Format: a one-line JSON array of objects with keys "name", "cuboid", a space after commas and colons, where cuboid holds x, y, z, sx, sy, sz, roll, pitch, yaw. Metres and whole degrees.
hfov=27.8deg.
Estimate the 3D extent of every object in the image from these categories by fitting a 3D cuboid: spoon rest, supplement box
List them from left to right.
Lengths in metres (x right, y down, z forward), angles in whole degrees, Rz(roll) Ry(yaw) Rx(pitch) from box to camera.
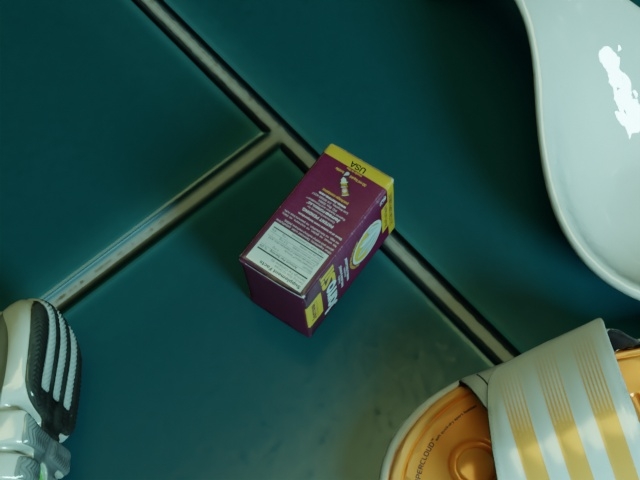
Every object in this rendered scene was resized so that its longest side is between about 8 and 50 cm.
[{"name": "supplement box", "cuboid": [0.000, 0.000, 0.684, 0.043, 0.055, 0.083, 32, 70, 17]}, {"name": "spoon rest", "cuboid": [0.150, -0.080, 0.700, 0.137, 0.084, 0.276, -31, 65, -11]}]

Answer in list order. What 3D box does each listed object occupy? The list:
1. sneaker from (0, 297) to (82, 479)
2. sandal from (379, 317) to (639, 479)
[{"name": "sneaker", "cuboid": [-0.194, 0.138, 0.621, 0.132, 0.086, 0.229, -4, 57, 11]}, {"name": "sandal", "cuboid": [0.153, 0.079, 0.623, 0.265, 0.076, 0.102, -18, 63, -5]}]
